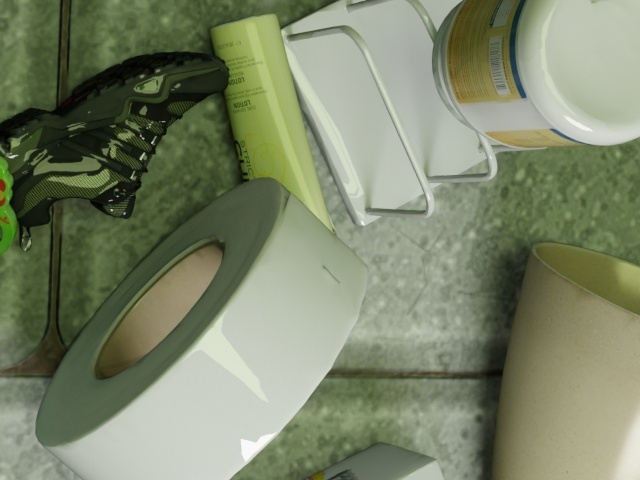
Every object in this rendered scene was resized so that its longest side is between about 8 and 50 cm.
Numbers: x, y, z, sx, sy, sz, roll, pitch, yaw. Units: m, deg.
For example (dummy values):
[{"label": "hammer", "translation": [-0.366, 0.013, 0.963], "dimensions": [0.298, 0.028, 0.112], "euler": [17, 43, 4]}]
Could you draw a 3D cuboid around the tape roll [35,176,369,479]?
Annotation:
[{"label": "tape roll", "translation": [-0.096, 0.084, 1.465], "dimensions": [0.100, 0.286, 0.286], "euler": [44, 77, -17]}]

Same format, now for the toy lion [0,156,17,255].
[{"label": "toy lion", "translation": [-0.286, -0.031, 1.491], "dimensions": [0.096, 0.034, 0.100], "euler": [-34, 109, 23]}]

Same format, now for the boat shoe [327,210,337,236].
[{"label": "boat shoe", "translation": [0.000, 0.000, 1.633], "dimensions": [0.035, 0.035, 0.100], "euler": [-16, 98, -21]}]

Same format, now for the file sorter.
[{"label": "file sorter", "translation": [0.137, -0.158, 1.608], "dimensions": [0.277, 0.173, 0.193], "euler": [-29, 102, -18]}]

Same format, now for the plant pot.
[{"label": "plant pot", "translation": [0.260, 0.175, 1.656], "dimensions": [0.256, 0.256, 0.274], "euler": [16, 103, -22]}]

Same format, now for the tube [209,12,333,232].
[{"label": "tube", "translation": [-0.040, -0.076, 1.593], "dimensions": [0.062, 0.070, 0.240], "euler": [-14, 96, -10]}]

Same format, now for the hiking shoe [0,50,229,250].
[{"label": "hiking shoe", "translation": [-0.172, -0.080, 1.545], "dimensions": [0.227, 0.086, 0.114], "euler": [-26, 110, -10]}]

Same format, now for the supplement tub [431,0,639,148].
[{"label": "supplement tub", "translation": [0.182, -0.145, 1.425], "dimensions": [0.144, 0.199, 0.144], "euler": [-1, 92, -21]}]

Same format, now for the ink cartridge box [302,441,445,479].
[{"label": "ink cartridge box", "translation": [0.028, 0.275, 1.607], "dimensions": [0.176, 0.127, 0.128], "euler": [-24, 100, -19]}]
